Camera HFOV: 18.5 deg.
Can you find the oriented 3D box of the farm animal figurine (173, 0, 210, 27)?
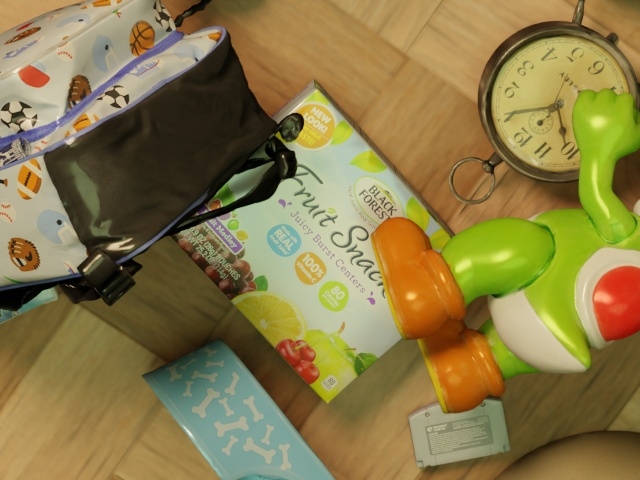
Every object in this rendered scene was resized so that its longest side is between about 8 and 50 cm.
[{"bbox_3d":[-0.031,-0.342,1.492,0.172,0.330,0.327,19,73,-2],"label":"farm animal figurine"}]

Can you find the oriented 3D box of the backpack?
[{"bbox_3d":[-0.199,-0.060,1.492,0.263,0.276,0.213,-24,98,39],"label":"backpack"}]

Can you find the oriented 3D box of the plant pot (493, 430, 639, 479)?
[{"bbox_3d":[0.255,0.324,1.654,0.284,0.191,0.284,0,103,-1],"label":"plant pot"}]

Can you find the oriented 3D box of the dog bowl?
[{"bbox_3d":[-0.030,0.206,1.640,0.074,0.166,0.297,-38,101,-6],"label":"dog bowl"}]

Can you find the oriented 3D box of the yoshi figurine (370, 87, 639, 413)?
[{"bbox_3d":[0.229,-0.014,1.559,0.362,0.203,0.203,-21,85,8],"label":"yoshi figurine"}]

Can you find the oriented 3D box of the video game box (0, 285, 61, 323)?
[{"bbox_3d":[-0.343,-0.007,1.636,0.187,0.048,0.205,-24,102,6],"label":"video game box"}]

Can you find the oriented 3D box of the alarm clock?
[{"bbox_3d":[0.180,-0.102,1.623,0.192,0.064,0.129,-43,100,5],"label":"alarm clock"}]

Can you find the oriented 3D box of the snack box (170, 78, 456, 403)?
[{"bbox_3d":[0.000,0.000,1.637,0.174,0.070,0.207,-40,102,6],"label":"snack box"}]

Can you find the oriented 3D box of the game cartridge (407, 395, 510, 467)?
[{"bbox_3d":[0.120,0.163,1.704,0.083,0.017,0.056,-10,106,0],"label":"game cartridge"}]
